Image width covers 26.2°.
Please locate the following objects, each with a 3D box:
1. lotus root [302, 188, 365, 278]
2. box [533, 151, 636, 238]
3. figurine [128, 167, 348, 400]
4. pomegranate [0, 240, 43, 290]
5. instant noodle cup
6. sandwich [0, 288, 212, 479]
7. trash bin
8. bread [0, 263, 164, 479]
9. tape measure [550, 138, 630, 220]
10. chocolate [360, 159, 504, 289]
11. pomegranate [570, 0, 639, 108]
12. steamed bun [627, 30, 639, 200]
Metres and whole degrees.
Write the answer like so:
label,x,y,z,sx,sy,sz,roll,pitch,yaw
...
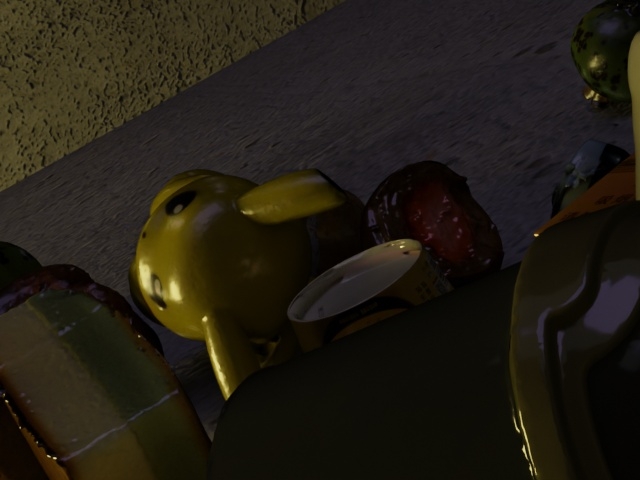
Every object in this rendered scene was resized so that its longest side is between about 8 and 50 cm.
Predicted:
label,x,y,z,sx,sy,sz,roll,pitch,yaw
lotus root,0.000,-0.003,1.371,0.081,0.112,0.122,-11,6,-25
box,0.322,-0.045,1.076,0.274,0.076,0.174,-36,20,-30
figurine,-0.087,0.032,1.247,0.169,0.218,0.327,15,0,-8
pomegranate,-0.367,0.108,1.554,0.179,0.210,0.179,-31,-21,-13
instant noodle cup,0.053,0.077,1.025,0.151,0.122,0.151,-25,13,6
sandwich,-0.147,0.151,0.990,0.108,0.186,0.220,-31,33,-16
trash bin,0.117,0.104,0.685,0.334,0.214,0.214,-21,16,33
bread,-0.261,0.134,1.286,0.232,0.135,0.246,15,52,39
tape measure,0.231,-0.038,1.171,0.054,0.094,0.091,24,37,20
chocolate,0.094,0.008,1.177,0.124,0.127,0.133,-7,34,15
pomegranate,0.330,-0.197,1.512,0.122,0.122,0.161,-36,-19,-29
steamed bun,0.361,-0.038,0.712,0.236,0.247,0.384,-12,7,-32
